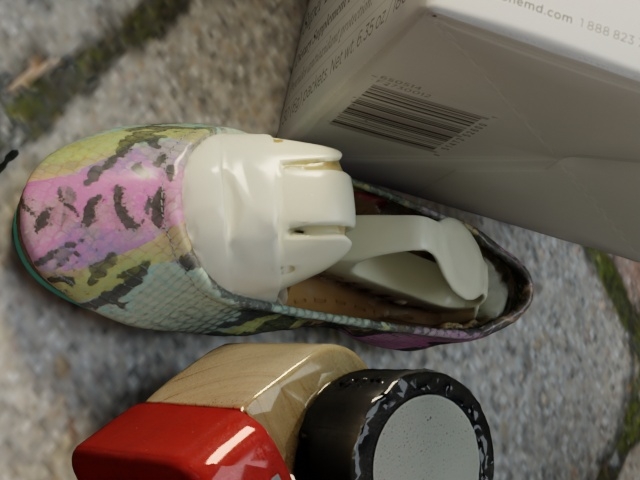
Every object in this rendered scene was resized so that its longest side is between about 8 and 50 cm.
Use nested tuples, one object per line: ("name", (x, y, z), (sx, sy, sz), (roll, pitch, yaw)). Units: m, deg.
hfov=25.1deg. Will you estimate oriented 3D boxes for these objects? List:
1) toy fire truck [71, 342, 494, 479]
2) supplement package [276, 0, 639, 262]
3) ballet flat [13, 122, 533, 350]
("toy fire truck", (-0.029, 0.173, 0.411), (0.246, 0.158, 0.217), (-34, 108, -34))
("supplement package", (0.113, -0.163, 0.539), (0.175, 0.177, 0.293), (16, 75, -13))
("ballet flat", (0.000, 0.000, 0.515), (0.221, 0.079, 0.077), (14, 72, -45))
